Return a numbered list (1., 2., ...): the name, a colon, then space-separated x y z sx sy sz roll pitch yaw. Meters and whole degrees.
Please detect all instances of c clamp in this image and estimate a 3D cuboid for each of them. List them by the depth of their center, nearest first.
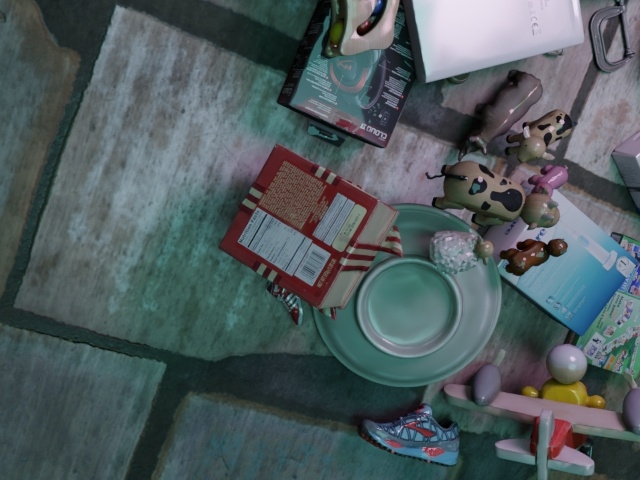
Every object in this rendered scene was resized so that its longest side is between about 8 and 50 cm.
1. c clamp: 0.658 -0.457 1.615 0.137 0.022 0.160 -15 106 -13

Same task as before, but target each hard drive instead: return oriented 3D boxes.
1. hard drive: 0.328 -0.453 1.394 0.353 0.047 0.233 -17 104 -16

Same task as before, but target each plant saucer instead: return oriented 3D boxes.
1. plant saucer: 0.179 0.127 1.505 0.400 0.100 0.400 0 101 1

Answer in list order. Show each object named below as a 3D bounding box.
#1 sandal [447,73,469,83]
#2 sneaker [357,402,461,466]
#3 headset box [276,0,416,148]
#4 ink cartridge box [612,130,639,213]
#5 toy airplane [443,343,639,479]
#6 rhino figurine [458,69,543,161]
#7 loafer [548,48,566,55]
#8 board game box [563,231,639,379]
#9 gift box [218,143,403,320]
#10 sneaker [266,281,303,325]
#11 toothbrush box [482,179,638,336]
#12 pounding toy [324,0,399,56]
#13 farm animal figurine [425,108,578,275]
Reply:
1. sandal: 0.267 -0.405 1.495 0.072 0.049 0.180 -28 109 -9
2. sneaker: 0.202 0.425 1.661 0.262 0.104 0.125 20 79 -24
3. headset box: 0.064 -0.328 1.418 0.218 0.110 0.293 21 96 -20
4. ink cartridge box: 0.790 -0.158 1.691 0.148 0.086 0.203 -36 111 -6
5. toy airplane: 0.511 0.359 1.581 0.386 0.384 0.272 9 87 -18
6. rhino figurine: 0.367 -0.256 1.529 0.073 0.106 0.243 43 88 -20
7. loafer: 0.505 -0.457 1.559 0.039 0.045 0.125 -3 106 -9
8. board game box: 0.735 0.161 1.772 0.213 0.046 0.317 20 96 -21
9. gift box: 0.000 0.000 1.377 0.276 0.258 0.255 35 95 12
10. sneaker: -0.075 0.124 1.520 0.067 0.042 0.118 -12 98 -18
11. toothbrush box: 0.520 0.040 1.635 0.295 0.126 0.216 34 93 -21
12. pounding toy: 0.073 -0.450 1.253 0.154 0.155 0.269 6 100 -21
13. farm animal figurine: 0.369 -0.095 1.398 0.327 0.172 0.330 3 89 -19
